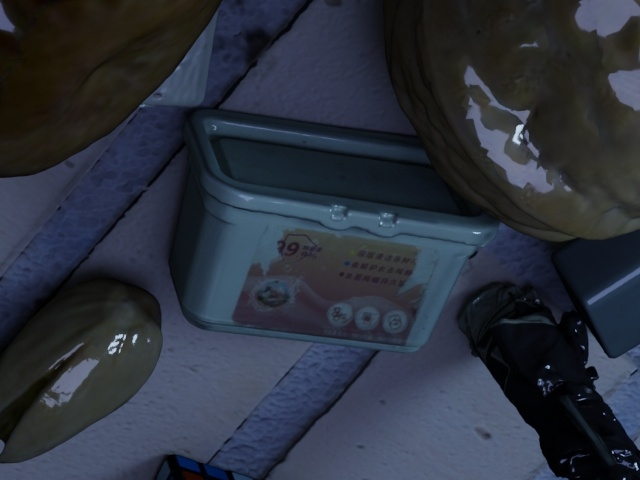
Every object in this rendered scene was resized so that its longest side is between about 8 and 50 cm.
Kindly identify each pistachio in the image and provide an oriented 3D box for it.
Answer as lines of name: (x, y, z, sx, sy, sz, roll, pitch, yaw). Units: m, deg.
pistachio: (-0.252, 0.130, 1.920, 0.226, 0.136, 0.136, -42, 119, -2)

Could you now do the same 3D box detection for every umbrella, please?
umbrella: (0.254, 0.163, 1.962, 0.113, 0.357, 0.106, -10, 126, -16)

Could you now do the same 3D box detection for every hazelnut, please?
hazelnut: (-0.260, -0.252, 1.611, 0.359, 0.359, 0.409, 24, 120, -25)

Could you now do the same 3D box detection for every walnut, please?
walnut: (0.235, -0.177, 1.801, 0.381, 0.381, 0.381, -7, 115, -14)

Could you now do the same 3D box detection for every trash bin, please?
trash bin: (0.377, 0.012, 2.046, 0.236, 0.101, 0.176, -33, 149, 3)

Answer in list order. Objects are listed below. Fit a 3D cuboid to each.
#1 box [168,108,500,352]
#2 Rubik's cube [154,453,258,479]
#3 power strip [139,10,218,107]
box: (0.000, 0.000, 1.922, 0.312, 0.175, 0.182, 7, 121, -20)
Rubik's cube: (-0.105, 0.364, 2.038, 0.184, 0.187, 0.182, 19, 106, -26)
power strip: (-0.139, -0.277, 1.805, 0.098, 0.058, 0.338, 3, 112, -18)
